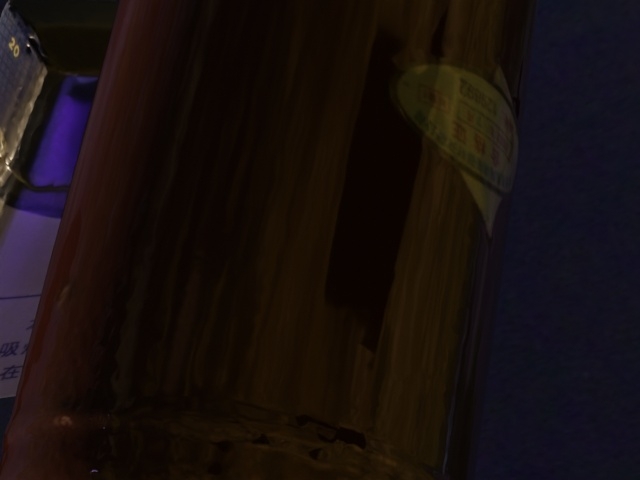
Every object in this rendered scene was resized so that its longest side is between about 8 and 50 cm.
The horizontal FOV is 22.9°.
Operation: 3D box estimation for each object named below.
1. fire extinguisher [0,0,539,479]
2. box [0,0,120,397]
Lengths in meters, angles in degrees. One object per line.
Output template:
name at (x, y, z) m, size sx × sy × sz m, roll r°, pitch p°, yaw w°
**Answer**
fire extinguisher at (0.000, 0.000, 0.405) m, size 0.135 × 0.114 × 0.337 m, roll 14°, pitch -114°, yaw -6°
box at (-0.132, -0.020, 0.896) m, size 0.168 × 0.259 × 0.071 m, roll -6°, pitch -130°, yaw -39°
